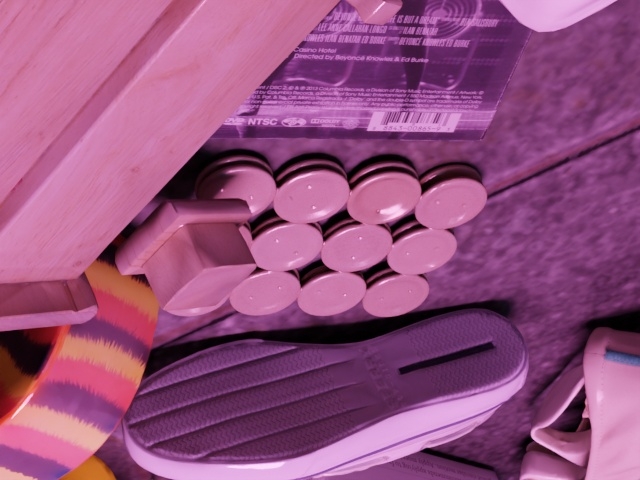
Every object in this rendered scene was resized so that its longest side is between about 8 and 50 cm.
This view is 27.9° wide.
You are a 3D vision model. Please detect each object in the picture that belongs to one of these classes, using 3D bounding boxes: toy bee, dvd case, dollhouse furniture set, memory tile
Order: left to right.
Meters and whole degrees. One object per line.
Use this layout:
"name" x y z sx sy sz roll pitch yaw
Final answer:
"toy bee" -0.181 0.127 0.605 0.195 0.162 0.298 10 135 -30
"dollhouse furniture set" -0.100 -0.120 0.392 0.303 0.174 0.355 -41 157 31
"memory tile" 0.000 0.000 0.632 0.148 0.012 0.113 2 140 -22
"dvd case" 0.019 -0.119 0.480 0.164 0.018 0.221 -1 141 -17

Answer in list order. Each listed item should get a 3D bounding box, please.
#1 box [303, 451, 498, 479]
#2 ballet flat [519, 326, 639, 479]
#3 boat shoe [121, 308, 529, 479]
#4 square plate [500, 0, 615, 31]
"box" 0.014 0.227 0.841 0.181 0.119 0.182 22 129 -39
"ballet flat" 0.171 0.139 0.832 0.086 0.086 0.248 -6 141 -13
"boat shoe" 0.006 0.100 0.702 0.226 0.083 0.076 -7 141 -12
"square plate" 0.098 -0.242 0.227 0.347 0.049 0.344 -31 119 21
